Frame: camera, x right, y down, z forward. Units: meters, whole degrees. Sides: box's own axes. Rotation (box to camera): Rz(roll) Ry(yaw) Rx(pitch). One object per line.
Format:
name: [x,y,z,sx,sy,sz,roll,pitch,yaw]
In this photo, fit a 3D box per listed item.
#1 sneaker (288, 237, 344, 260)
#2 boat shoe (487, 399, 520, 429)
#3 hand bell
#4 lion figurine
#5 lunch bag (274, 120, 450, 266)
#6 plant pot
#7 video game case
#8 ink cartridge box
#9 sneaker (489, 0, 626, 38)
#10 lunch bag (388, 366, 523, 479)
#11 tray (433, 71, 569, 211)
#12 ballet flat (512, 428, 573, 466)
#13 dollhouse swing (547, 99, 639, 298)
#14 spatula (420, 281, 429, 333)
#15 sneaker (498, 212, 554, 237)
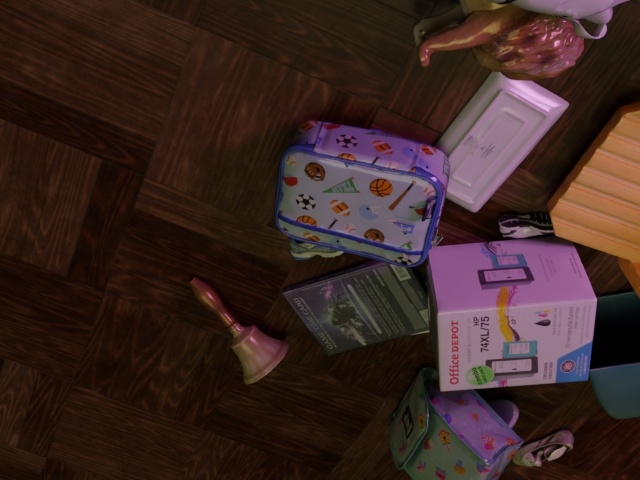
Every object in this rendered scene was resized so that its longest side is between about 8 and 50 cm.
sneaker: [0.000,0.000,1.576,0.135,0.052,0.058,-11,122,16]
boat shoe: [0.382,0.435,1.855,0.076,0.080,0.228,11,128,-31]
hand bell: [-0.190,0.171,1.723,0.126,0.126,0.242,-33,106,29]
lion figurine: [0.230,-0.393,1.174,0.240,0.142,0.392,-15,121,10]
lunch bag: [0.075,-0.072,1.452,0.304,0.115,0.243,16,133,6]
plant pot: [0.602,0.239,1.610,0.166,0.165,0.234,-11,134,16]
video game case: [0.087,0.134,1.678,0.274,0.026,0.196,-18,123,25]
ink cartridge box: [0.336,0.132,1.513,0.270,0.197,0.198,-5,125,4]
sneaker: [0.362,-0.449,1.072,0.210,0.137,0.365,21,101,-21]
lunch bag: [0.267,0.427,1.780,0.262,0.160,0.223,43,134,27]
tray: [0.285,-0.161,1.417,0.145,0.030,0.270,27,127,-12]
ballet flat: [0.502,0.483,1.884,0.057,0.052,0.168,35,125,-19]
dollhouse swing: [0.600,-0.011,1.337,0.305,0.315,0.346,8,133,-25]
spatula: [0.268,0.130,1.660,0.242,0.019,0.168,-12,127,17]
sneaker: [0.380,-0.025,1.512,0.109,0.040,0.043,4,145,10]
